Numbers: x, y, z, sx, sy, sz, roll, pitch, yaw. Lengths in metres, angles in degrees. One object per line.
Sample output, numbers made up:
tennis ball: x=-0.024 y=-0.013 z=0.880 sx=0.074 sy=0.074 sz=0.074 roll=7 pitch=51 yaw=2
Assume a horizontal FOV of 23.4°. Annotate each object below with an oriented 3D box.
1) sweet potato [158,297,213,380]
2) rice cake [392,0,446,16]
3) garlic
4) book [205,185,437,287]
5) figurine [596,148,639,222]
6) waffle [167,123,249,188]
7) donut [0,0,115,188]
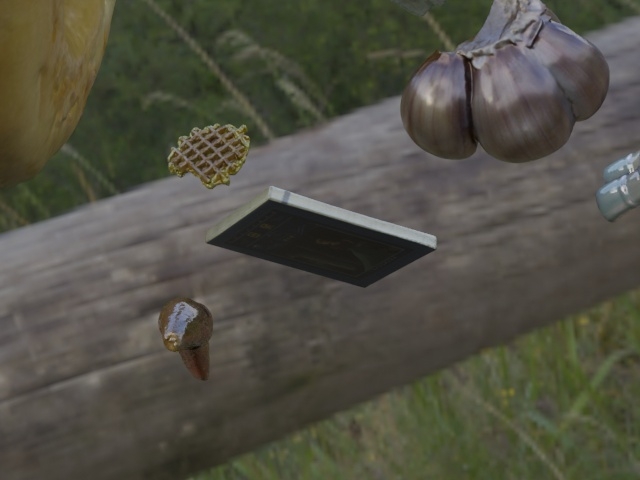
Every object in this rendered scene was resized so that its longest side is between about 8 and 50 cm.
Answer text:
sweet potato: x=-0.141 y=0.097 z=1.652 sx=0.058 sy=0.078 sz=0.255 roll=-17 pitch=-12 yaw=-4
rice cake: x=0.072 y=-0.334 z=1.772 sx=0.124 sy=0.211 sz=0.038 roll=-23 pitch=50 yaw=53
garlic: x=0.211 y=-0.159 z=1.712 sx=0.214 sy=0.191 sz=0.160 roll=-46 pitch=46 yaw=-8
book: x=0.000 y=0.000 z=2.150 sx=0.269 sy=0.191 sz=0.025 roll=16 pitch=63 yaw=-27
figurine: x=0.540 y=-0.123 z=2.095 sx=0.381 sy=0.205 sz=0.224 roll=-29 pitch=23 yaw=24
waffle: x=-0.106 y=-0.081 z=1.447 sx=0.085 sy=0.016 sz=0.078 roll=9 pitch=51 yaw=28
donut: x=-0.257 y=-0.232 z=1.115 sx=0.198 sy=0.449 sz=0.449 roll=9 pitch=32 yaw=-1
